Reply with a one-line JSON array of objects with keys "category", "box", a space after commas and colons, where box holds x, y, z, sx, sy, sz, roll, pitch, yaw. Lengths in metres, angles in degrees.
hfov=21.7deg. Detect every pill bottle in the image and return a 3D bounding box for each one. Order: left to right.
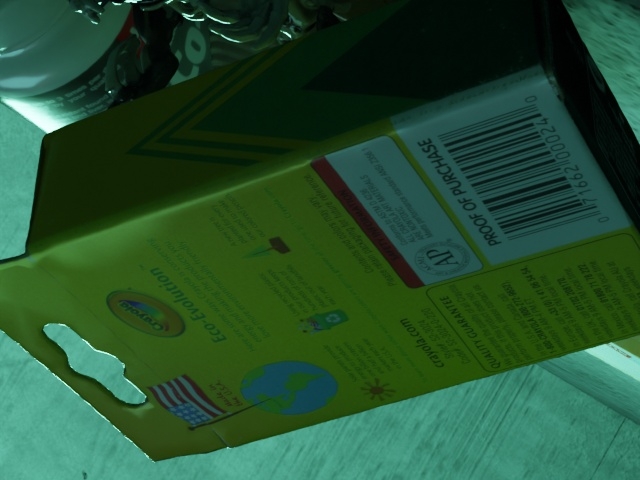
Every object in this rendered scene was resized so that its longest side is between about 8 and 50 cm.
[{"category": "pill bottle", "box": [-0.176, -0.158, 1.210, 0.161, 0.161, 0.283, 28, 176, 28]}]

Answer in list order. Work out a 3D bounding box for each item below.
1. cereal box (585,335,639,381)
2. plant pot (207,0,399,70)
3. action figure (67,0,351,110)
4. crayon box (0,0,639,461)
[{"category": "cereal box", "box": [0.351, 0.122, 1.763, 0.173, 0.047, 0.240, 30, 176, 3]}, {"category": "plant pot", "box": [0.013, -0.090, 1.048, 0.237, 0.110, 0.237, 31, 176, 2]}, {"category": "action figure", "box": [-0.045, -0.109, 0.870, 0.276, 0.141, 0.164, 27, 139, -6]}, {"category": "crayon box", "box": [0.000, 0.000, 0.833, 0.318, 0.081, 0.202, -18, 138, 21]}]
